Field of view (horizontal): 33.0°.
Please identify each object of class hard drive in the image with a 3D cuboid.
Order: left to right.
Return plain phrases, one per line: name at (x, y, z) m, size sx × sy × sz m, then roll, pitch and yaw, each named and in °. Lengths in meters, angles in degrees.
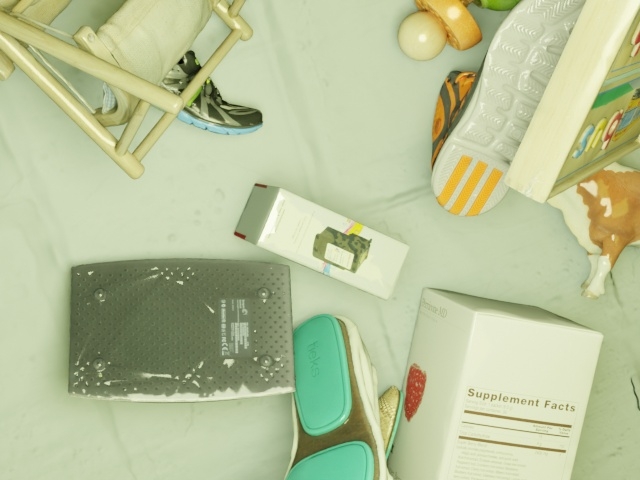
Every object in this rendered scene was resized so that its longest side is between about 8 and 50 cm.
hard drive at (-0.160, 0.108, 1.255) m, size 0.255 × 0.054 × 0.171 m, roll 0°, pitch 69°, yaw -9°

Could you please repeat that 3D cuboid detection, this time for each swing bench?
swing bench at (-0.208, -0.252, 1.122) m, size 0.255 × 0.165 × 0.253 m, roll 37°, pitch 58°, yaw -6°

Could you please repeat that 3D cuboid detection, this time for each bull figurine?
bull figurine at (0.408, -0.021, 1.410) m, size 0.311 × 0.101 × 0.188 m, roll 5°, pitch 100°, yaw -14°

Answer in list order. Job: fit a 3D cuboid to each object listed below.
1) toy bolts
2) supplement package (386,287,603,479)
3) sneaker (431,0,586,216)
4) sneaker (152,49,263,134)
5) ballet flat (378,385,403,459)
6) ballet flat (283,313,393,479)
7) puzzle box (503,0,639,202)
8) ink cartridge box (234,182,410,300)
toy bolts at (0.119, -0.330, 1.249) m, size 0.158 × 0.218 × 0.228 m, roll -40°, pitch 87°, yaw -1°
supplement package at (0.204, 0.224, 1.343) m, size 0.175 × 0.177 × 0.292 m, roll 11°, pitch 94°, yaw -16°
sneaker at (0.214, -0.195, 1.279) m, size 0.125 × 0.180 × 0.321 m, roll 28°, pitch 111°, yaw -15°
sneaker at (-0.149, -0.176, 1.251) m, size 0.188 × 0.067 × 0.078 m, roll 25°, pitch 96°, yaw -14°
ballet flat at (0.053, 0.281, 1.369) m, size 0.067 × 0.073 × 0.206 m, roll 11°, pitch 91°, yaw -2°
ballet flat at (0.030, 0.255, 1.219) m, size 0.139 × 0.400 × 0.139 m, roll 0°, pitch 132°, yaw 0°
puzzle box at (0.359, -0.206, 1.211) m, size 0.052 × 0.409 × 0.272 m, roll 34°, pitch 122°, yaw 22°
ink cartridge box at (0.000, 0.000, 1.284) m, size 0.175 × 0.127 × 0.072 m, roll 23°, pitch 88°, yaw -18°
